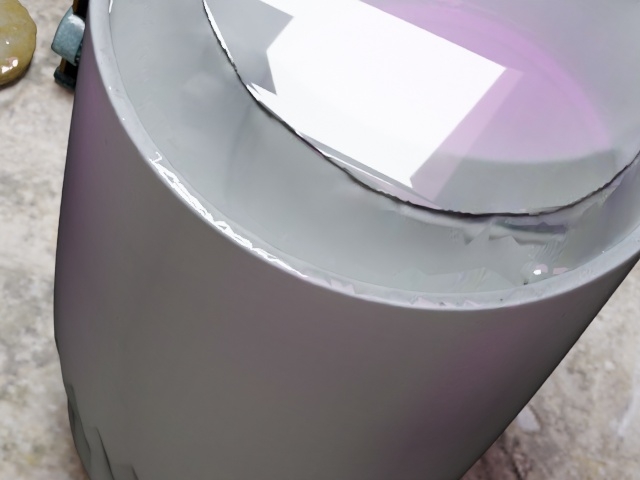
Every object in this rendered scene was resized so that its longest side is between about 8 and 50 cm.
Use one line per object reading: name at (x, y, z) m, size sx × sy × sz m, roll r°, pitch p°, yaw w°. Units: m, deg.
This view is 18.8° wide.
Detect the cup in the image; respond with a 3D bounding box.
cup at (0.000, 0.000, 0.894) m, size 0.253 × 0.371 × 0.253 m, roll 7°, pitch 57°, yaw -11°

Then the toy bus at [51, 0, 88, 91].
toy bus at (-0.074, -0.156, 1.073) m, size 0.098 × 0.201 × 0.114 m, roll 29°, pitch 54°, yaw 5°

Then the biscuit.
biscuit at (-0.235, -0.113, 1.114) m, size 0.147 × 0.018 × 0.071 m, roll -11°, pitch 60°, yaw -19°
